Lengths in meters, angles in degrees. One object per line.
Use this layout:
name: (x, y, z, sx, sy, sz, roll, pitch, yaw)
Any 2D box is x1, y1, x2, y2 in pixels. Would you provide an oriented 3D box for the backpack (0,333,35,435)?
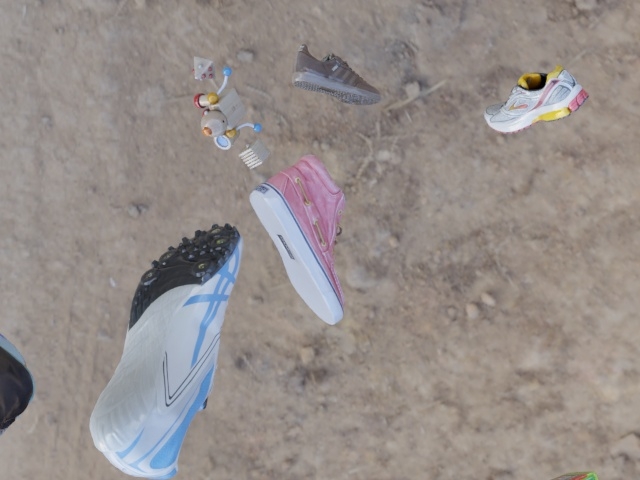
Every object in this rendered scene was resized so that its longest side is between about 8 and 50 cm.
backpack: (-0.258, 0.096, 0.441, 0.166, 0.144, 0.188, 39, 95, -4)

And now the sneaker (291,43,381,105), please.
sneaker: (0.035, -0.282, 1.487, 0.188, 0.071, 0.066, 10, 172, -41)

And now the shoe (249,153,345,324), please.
shoe: (0.000, 0.000, 0.913, 0.081, 0.063, 0.178, -38, 117, -22)

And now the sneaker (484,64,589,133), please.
sneaker: (0.385, -0.265, 1.600, 0.088, 0.225, 0.092, -46, 107, -30)

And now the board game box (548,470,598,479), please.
board game box: (0.069, 0.192, 0.438, 0.181, 0.092, 0.043, -19, 167, -9)

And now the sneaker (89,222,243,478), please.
sneaker: (-0.119, 0.088, 0.740, 0.085, 0.237, 0.086, -3, 140, 30)

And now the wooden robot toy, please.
wooden robot toy: (-0.141, -0.160, 1.183, 0.076, 0.079, 0.173, -4, 129, 33)
